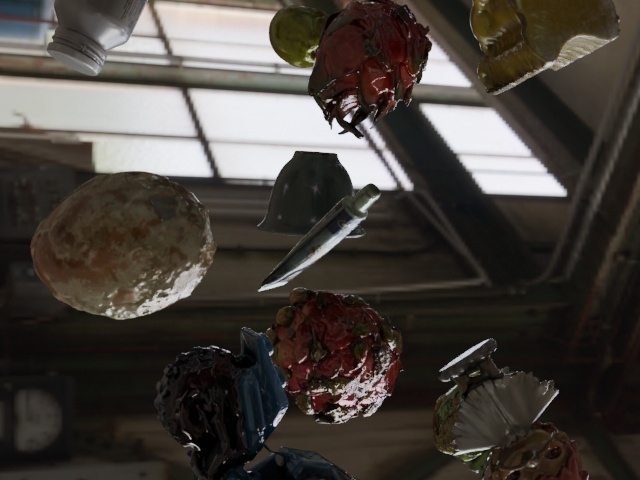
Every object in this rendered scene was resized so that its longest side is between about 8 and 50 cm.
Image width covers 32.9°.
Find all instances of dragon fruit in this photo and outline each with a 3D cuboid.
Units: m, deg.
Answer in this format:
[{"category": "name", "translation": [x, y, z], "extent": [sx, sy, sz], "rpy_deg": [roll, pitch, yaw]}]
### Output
[{"category": "dragon fruit", "translation": [0.049, -0.179, 1.111], "extent": [0.121, 0.142, 0.130], "rpy_deg": [37, -12, 26]}, {"category": "dragon fruit", "translation": [0.010, 0.212, 2.124], "extent": [0.250, 0.291, 0.269], "rpy_deg": [-54, -133, 2]}]

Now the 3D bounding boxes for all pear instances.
[{"category": "pear", "translation": [-0.029, -0.336, 1.779], "extent": [0.131, 0.107, 0.107], "rpy_deg": [-125, -140, -52]}]

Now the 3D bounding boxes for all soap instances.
[{"category": "soap", "translation": [0.299, -0.402, 1.686], "extent": [0.338, 0.169, 0.304], "rpy_deg": [176, -105, -85]}]

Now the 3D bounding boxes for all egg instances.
[{"category": "egg", "translation": [-0.253, 0.006, 1.398], "extent": [0.195, 0.233, 0.195], "rpy_deg": [172, -90, -88]}]

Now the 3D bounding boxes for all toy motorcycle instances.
[{"category": "toy motorcycle", "translation": [-0.053, 0.297, 1.404], "extent": [0.172, 0.232, 0.416], "rpy_deg": [17, -48, 62]}]

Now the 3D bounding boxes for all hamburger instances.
[{"category": "hamburger", "translation": [0.324, 0.398, 2.318], "extent": [0.214, 0.125, 0.235], "rpy_deg": [122, -16, -59]}]

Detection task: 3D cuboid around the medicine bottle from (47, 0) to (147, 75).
[{"category": "medicine bottle", "translation": [-0.367, -0.388, 1.797], "extent": [0.215, 0.135, 0.135], "rpy_deg": [-66, -162, -8]}]

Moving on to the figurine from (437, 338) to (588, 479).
[{"category": "figurine", "translation": [0.337, 0.349, 1.776], "extent": [0.387, 0.207, 0.166], "rpy_deg": [58, 0, 1]}]

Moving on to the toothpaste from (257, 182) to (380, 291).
[{"category": "toothpaste", "translation": [0.000, 0.000, 1.347], "extent": [0.216, 0.062, 0.037], "rpy_deg": [-43, -111, 33]}]

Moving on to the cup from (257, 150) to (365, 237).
[{"category": "cup", "translation": [-0.012, -0.088, 1.983], "extent": [0.199, 0.199, 0.150], "rpy_deg": [-161, -107, -70]}]
